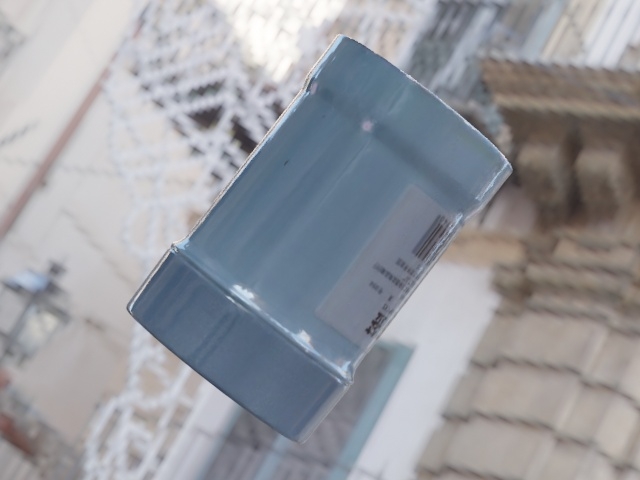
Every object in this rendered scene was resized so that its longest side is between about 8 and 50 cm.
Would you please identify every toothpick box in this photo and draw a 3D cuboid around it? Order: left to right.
[{"bbox_3d":[0.000,0.000,0.874,0.101,0.153,0.101,39,-1,1],"label":"toothpick box"}]
